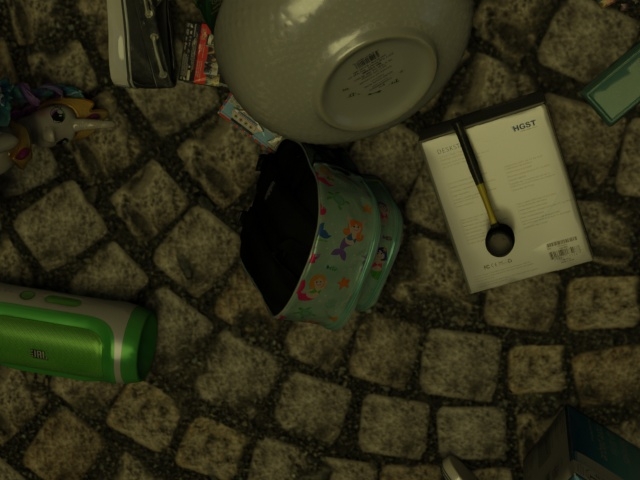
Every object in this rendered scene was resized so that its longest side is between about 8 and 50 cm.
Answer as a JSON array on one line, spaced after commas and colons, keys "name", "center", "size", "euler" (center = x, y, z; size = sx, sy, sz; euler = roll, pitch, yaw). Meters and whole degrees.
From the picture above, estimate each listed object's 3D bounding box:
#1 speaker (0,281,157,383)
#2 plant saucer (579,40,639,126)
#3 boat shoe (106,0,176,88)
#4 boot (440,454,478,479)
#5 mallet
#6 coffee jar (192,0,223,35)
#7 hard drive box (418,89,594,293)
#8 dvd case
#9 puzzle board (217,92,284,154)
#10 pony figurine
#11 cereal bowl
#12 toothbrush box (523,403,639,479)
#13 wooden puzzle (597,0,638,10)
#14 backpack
[{"name": "speaker", "center": [-0.406, 0.139, 1.764], "size": [0.296, 0.131, 0.131], "euler": [8, 109, 7]}, {"name": "plant saucer", "center": [0.444, -0.236, 1.559], "size": [0.192, 0.018, 0.067], "euler": [-41, 98, 18]}, {"name": "boat shoe", "center": [-0.236, -0.352, 1.587], "size": [0.102, 0.108, 0.301], "euler": [5, 111, 8]}, {"name": "boot", "center": [0.223, 0.422, 1.780], "size": [0.086, 0.069, 0.190], "euler": [-35, 101, 15]}, {"name": "mallet", "center": [0.216, -0.070, 1.551], "size": [0.039, 0.062, 0.190], "euler": [-19, 89, 14]}, {"name": "coffee jar", "center": [-0.113, -0.303, 1.577], "size": [0.079, 0.096, 0.184], "euler": [-31, 91, 15]}, {"name": "hard drive box", "center": [0.257, -0.066, 1.607], "size": [0.181, 0.089, 0.232], "euler": [-16, 105, 14]}, {"name": "dvd case", "center": [-0.137, -0.258, 1.641], "size": [0.119, 0.013, 0.087], "euler": [9, 97, 7]}, {"name": "puzzle board", "center": [-0.071, -0.182, 1.665], "size": [0.128, 0.011, 0.096], "euler": [37, 110, -3]}, {"name": "pony figurine", "center": [-0.511, -0.128, 1.614], "size": [0.350, 0.363, 0.303], "euler": [6, 117, 24]}, {"name": "cereal bowl", "center": [0.046, -0.240, 1.458], "size": [0.338, 0.141, 0.339], "euler": [-16, 145, -12]}, {"name": "toothbrush box", "center": [0.445, 0.400, 1.660], "size": [0.295, 0.216, 0.126], "euler": [33, 110, -2]}, {"name": "wooden puzzle", "center": [0.385, -0.340, 1.540], "size": [0.049, 0.006, 0.083], "euler": [-26, 102, 16]}, {"name": "backpack", "center": [0.000, 0.000, 1.587], "size": [0.191, 0.253, 0.225], "euler": [16, 110, -17]}]
